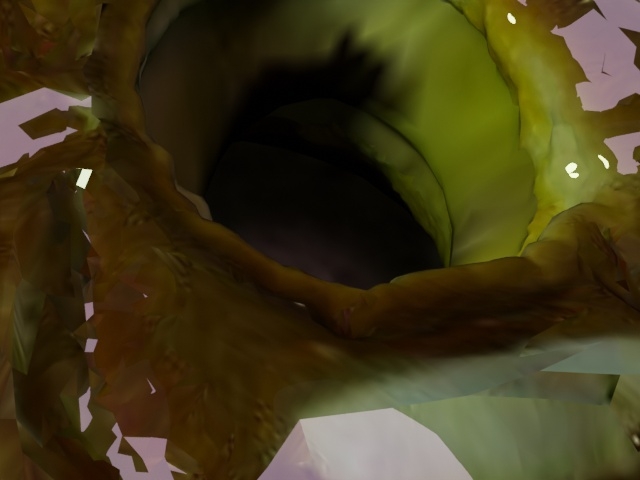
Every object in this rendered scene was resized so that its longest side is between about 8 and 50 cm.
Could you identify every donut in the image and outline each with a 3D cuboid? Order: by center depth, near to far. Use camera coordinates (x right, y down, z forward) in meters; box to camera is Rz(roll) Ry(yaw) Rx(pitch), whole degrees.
[{"bbox_3d":[0.000,0.000,0.484,0.330,0.160,0.330,3,55,-4],"label":"donut"}]
